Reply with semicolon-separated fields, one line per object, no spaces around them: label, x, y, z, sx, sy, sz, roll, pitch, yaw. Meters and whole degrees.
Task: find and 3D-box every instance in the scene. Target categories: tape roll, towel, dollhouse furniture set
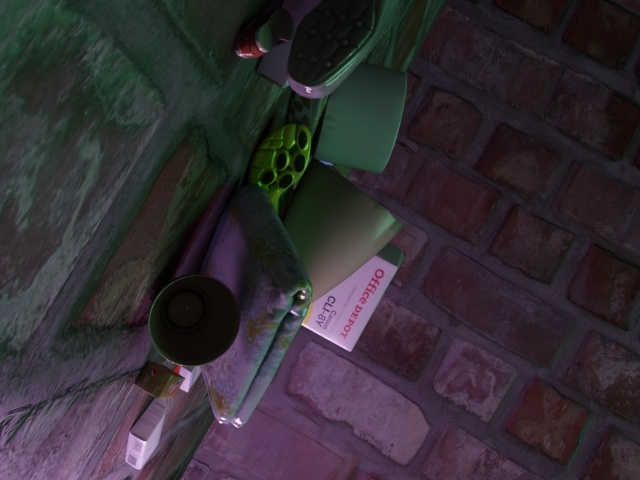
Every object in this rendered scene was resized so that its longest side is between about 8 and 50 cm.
tape roll;0.087;-0.292;1.511;0.246;0.169;0.246;-168;-90;-85
towel;-0.148;0.124;1.252;0.375;0.090;0.321;-64;-143;27
dollhouse furniture set;-0.014;-0.200;2.077;0.151;0.123;0.144;-33;-164;43

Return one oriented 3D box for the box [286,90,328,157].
box;-0.038;-0.256;1.432;0.067;0.063;0.324;-59;175;-31

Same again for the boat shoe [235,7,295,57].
boat shoe;-0.076;-0.293;0.917;0.043;0.049;0.137;-14;-153;29

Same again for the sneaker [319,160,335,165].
sneaker;0.029;-0.281;1.933;0.063;0.073;0.162;-60;165;-22

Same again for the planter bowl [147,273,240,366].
planter bowl;-0.236;0.134;1.169;0.162;0.162;0.109;-61;-158;-6

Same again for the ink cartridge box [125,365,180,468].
ink cartridge box;-0.414;0.453;1.674;0.232;0.066;0.189;-52;170;-42

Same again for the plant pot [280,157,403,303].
plant pot;0.000;0.000;1.446;0.274;0.256;0.256;-52;176;1

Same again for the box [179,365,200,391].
box;-0.336;0.320;1.829;0.186;0.038;0.145;-57;174;-37

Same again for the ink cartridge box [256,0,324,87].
ink cartridge box;0.020;-0.427;1.010;0.371;0.069;0.176;-61;176;28

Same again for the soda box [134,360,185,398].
soda box;-0.351;0.310;1.425;0.058;0.061;0.181;-59;175;-13

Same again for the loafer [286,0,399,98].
loafer;0.049;-0.318;0.958;0.320;0.112;0.111;-57;165;-26

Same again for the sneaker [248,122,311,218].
sneaker;-0.102;-0.134;1.365;0.124;0.109;0.296;-83;-164;-50

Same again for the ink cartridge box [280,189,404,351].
ink cartridge box;-0.010;0.071;1.718;0.279;0.384;0.160;-63;175;18
